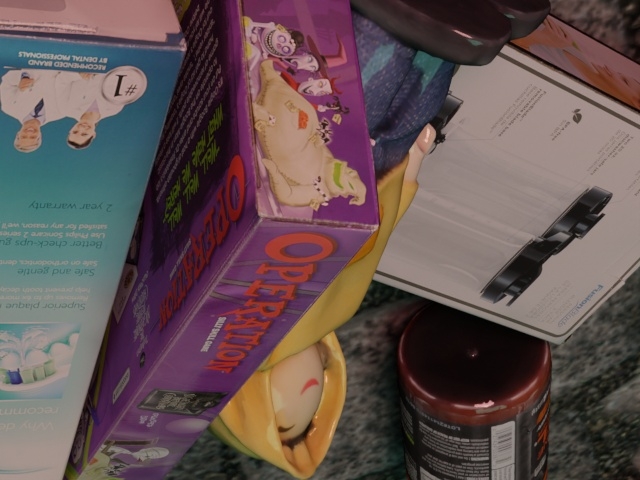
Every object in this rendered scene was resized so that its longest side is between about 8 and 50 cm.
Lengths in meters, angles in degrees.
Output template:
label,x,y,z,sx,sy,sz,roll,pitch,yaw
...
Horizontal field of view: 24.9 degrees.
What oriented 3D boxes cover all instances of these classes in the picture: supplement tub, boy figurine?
label,x,y,z,sx,sy,sz,roll,pitch,yaw
supplement tub,0.110,0.135,1.028,0.106,0.106,0.198,-17,138,-8
boy figurine,0.000,0.000,0.683,0.177,0.092,0.285,-35,152,-58

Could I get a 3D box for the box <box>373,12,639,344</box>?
label,x,y,z,sx,sy,sz,roll,pitch,yaw
box,0.084,-0.053,0.838,0.290,0.087,0.169,19,122,-37

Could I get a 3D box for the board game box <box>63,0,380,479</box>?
label,x,y,z,sx,sy,sz,roll,pitch,yaw
board game box,-0.071,-0.021,0.627,0.056,0.208,0.347,8,151,-20

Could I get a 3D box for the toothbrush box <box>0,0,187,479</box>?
label,x,y,z,sx,sy,sz,roll,pitch,yaw
toothbrush box,-0.170,-0.034,0.645,0.126,0.216,0.296,1,133,-23
